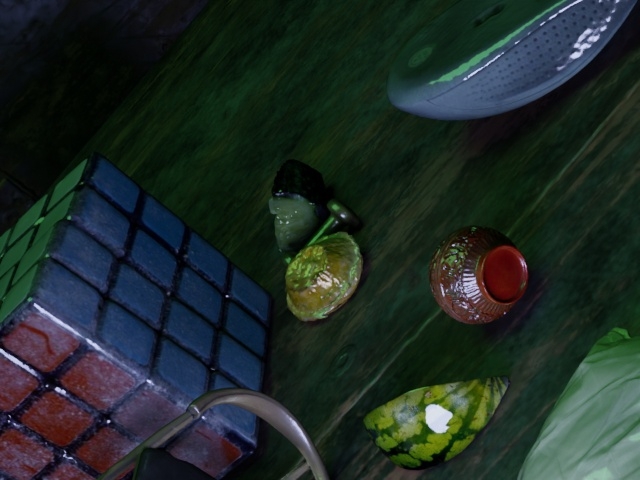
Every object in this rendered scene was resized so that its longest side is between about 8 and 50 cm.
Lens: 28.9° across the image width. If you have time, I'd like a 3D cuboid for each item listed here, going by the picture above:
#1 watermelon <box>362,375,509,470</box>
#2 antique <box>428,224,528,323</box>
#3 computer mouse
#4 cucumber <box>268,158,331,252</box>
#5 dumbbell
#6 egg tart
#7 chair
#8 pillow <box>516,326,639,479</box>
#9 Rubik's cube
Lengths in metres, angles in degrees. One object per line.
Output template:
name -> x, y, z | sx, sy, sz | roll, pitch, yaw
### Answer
watermelon -> 0.102, 0.184, 1.195 | 0.163, 0.087, 0.069 | -32, 66, 43
antique -> 0.156, 0.035, 1.245 | 0.104, 0.104, 0.104 | -41, 24, 23
computer mouse -> 0.251, -0.249, 1.481 | 0.371, 0.122, 0.188 | -32, 31, 25
cucumber -> -0.025, -0.050, 1.748 | 0.086, 0.115, 0.193 | -5, 21, 1
dumbbell -> 0.000, 0.000, 1.663 | 0.118, 0.052, 0.046 | -50, 53, 4
egg tart -> -0.005, 0.039, 1.581 | 0.129, 0.049, 0.129 | -26, 47, 32
chair -> -0.134, 0.296, 1.291 | 0.272, 0.188, 0.166 | -44, 24, 25
pillow -> 0.232, 0.182, 0.898 | 0.274, 0.076, 0.281 | -55, 23, -15
Rubik's cube -> -0.298, 0.159, 1.599 | 0.344, 0.344, 0.337 | -39, 26, 24
